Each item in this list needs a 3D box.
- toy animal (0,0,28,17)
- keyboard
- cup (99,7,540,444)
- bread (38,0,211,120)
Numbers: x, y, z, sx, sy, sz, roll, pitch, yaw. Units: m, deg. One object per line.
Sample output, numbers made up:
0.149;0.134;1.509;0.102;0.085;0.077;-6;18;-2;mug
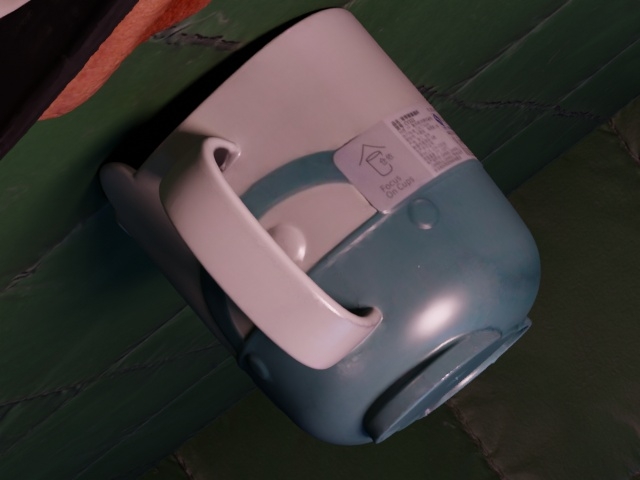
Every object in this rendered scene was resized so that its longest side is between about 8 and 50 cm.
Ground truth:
0.018;-0.201;0.274;0.344;0.194;0.302;-33;177;-27;toy animal
-0.116;-0.099;0.589;0.250;0.087;0.017;-42;173;35;keyboard
0.000;0.000;1.006;0.219;0.258;0.289;-44;169;16;cup
-0.074;-0.130;0.634;0.192;0.067;0.119;-43;178;34;bread
